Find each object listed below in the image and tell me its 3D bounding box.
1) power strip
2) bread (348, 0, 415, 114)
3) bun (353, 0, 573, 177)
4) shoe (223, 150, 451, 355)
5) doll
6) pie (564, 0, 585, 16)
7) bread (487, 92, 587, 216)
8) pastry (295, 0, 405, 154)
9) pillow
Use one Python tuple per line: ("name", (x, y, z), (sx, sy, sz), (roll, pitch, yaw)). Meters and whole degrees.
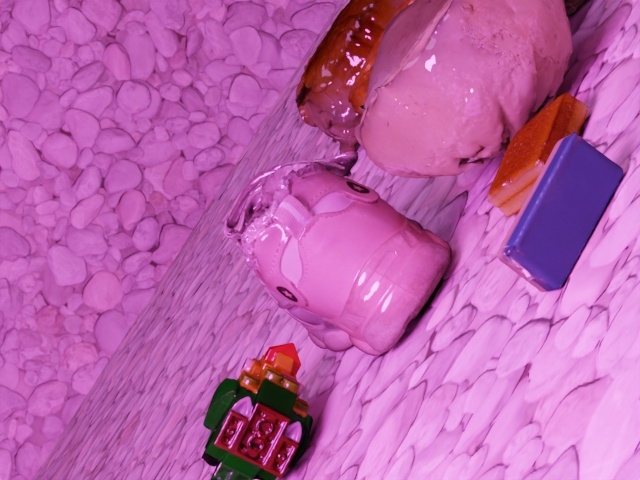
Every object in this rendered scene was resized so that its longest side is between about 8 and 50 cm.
("power strip", (0.191, -0.020, 1.245), (0.123, 0.056, 0.032), (-59, 13, -17))
("bread", (0.147, -0.246, 2.019), (0.210, 0.099, 0.235), (-61, 18, -18))
("bun", (0.160, -0.167, 1.567), (0.259, 0.152, 0.259), (-51, -1, -1))
("shoe", (0.001, -0.002, 1.634), (0.172, 0.198, 0.351), (-56, 12, -10))
("doll", (-0.066, 0.188, 1.603), (0.134, 0.106, 0.186), (-61, 6, 31))
("pie", (0.287, -0.281, 1.705), (0.084, 0.020, 0.084), (-50, 14, 17))
("bread", (0.201, -0.079, 1.434), (0.090, 0.035, 0.094), (-40, 18, 52))
("pastry", (0.078, -0.293, 2.335), (0.330, 0.136, 0.329), (-54, 10, 15))
("pillow", (0.169, -0.257, 1.787), (0.302, 0.075, 0.185), (-27, 28, 38))
